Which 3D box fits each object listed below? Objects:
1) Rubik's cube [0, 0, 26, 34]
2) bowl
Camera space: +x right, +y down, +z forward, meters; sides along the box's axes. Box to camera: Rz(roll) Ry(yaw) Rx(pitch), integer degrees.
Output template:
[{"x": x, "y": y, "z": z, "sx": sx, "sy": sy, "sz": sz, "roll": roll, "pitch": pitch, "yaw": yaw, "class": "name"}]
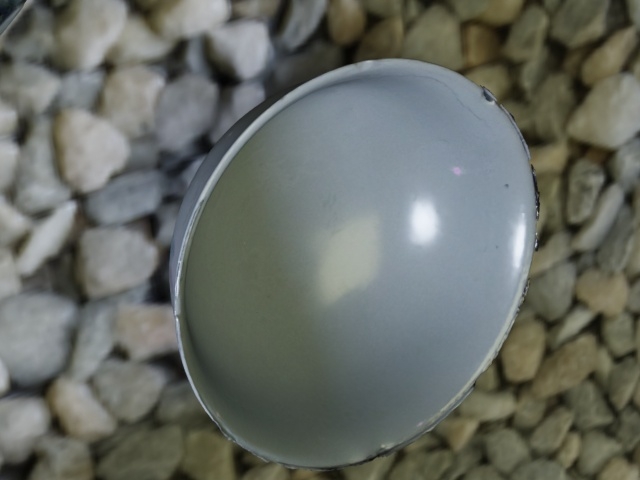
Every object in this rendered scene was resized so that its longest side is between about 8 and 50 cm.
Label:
[{"x": -0.252, "y": 0.007, "z": 0.522, "sx": 0.233, "sy": 0.228, "sz": 0.229, "roll": -5, "pitch": 109, "yaw": -46, "class": "Rubik's cube"}, {"x": 0.000, "y": 0.000, "z": 0.802, "sx": 0.189, "sy": 0.086, "sz": 0.189, "roll": -13, "pitch": 116, "yaw": -29, "class": "bowl"}]
